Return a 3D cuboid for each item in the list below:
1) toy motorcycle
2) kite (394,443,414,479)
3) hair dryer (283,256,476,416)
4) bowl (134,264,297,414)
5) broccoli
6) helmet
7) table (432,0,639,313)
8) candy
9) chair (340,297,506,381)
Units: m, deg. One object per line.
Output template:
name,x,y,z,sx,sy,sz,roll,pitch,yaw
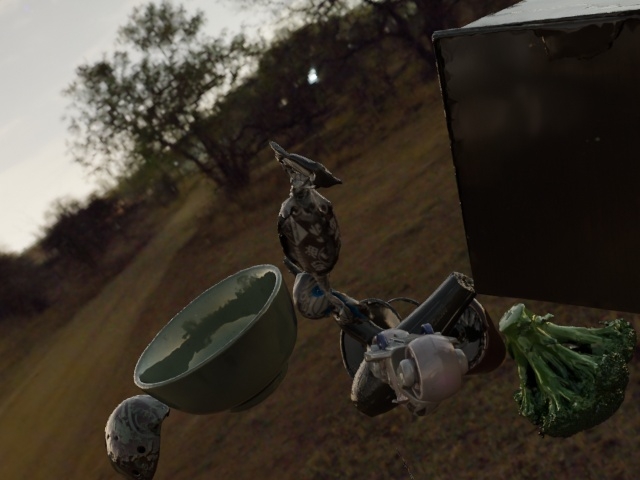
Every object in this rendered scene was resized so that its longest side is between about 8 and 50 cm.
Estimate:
toy motorcycle,0.113,0.158,0.929,0.112,0.112,0.254,-36,1,-8
kite,0.241,0.617,1.975,0.006,0.198,0.244,-28,37,-1
hair dryer,0.075,0.112,1.401,0.303,0.359,0.120,-57,-20,17
bowl,-0.143,0.183,1.256,0.289,0.146,0.289,-32,20,13
broccoli,0.456,0.223,1.455,0.269,0.269,0.254,-37,-2,-13
helmet,-0.335,0.351,1.395,0.177,0.107,0.153,-110,38,-76
table,0.276,-0.109,0.713,0.196,0.250,0.282,5,28,42
candy,0.000,0.000,0.755,0.094,0.226,0.051,5,44,26
chair,0.266,0.244,1.909,0.401,0.226,0.227,0,-19,-42
